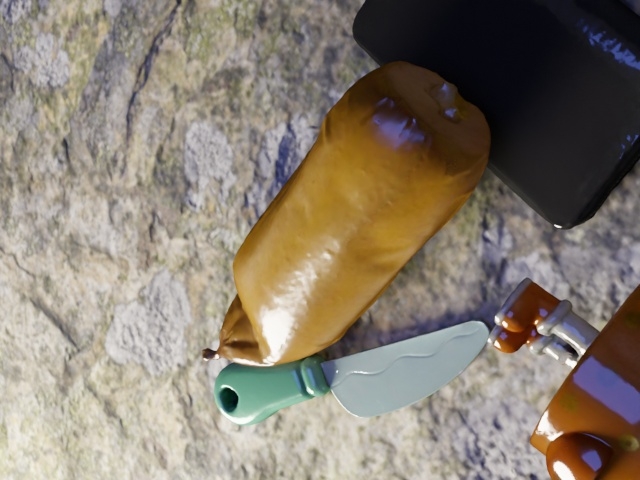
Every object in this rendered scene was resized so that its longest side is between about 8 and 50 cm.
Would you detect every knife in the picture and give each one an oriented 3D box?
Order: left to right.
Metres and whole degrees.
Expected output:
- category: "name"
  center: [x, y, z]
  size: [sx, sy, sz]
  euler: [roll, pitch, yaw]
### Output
- category: "knife"
  center: [0.021, 0.111, 0.841]
  size: [0.260, 0.034, 0.063]
  euler: [-14, 90, 34]

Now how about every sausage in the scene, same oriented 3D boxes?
- category: "sausage"
  center: [0.002, 0.005, 0.791]
  size: [0.112, 0.112, 0.328]
  euler: [56, 133, 19]

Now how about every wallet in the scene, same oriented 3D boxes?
- category: "wallet"
  center: [0.126, -0.133, 0.730]
  size: [0.250, 0.044, 0.149]
  euler: [46, 124, 24]

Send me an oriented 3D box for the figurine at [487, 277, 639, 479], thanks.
- category: "figurine"
  center: [0.225, 0.112, 0.635]
  size: [0.271, 0.143, 0.143]
  euler: [21, 108, 13]
